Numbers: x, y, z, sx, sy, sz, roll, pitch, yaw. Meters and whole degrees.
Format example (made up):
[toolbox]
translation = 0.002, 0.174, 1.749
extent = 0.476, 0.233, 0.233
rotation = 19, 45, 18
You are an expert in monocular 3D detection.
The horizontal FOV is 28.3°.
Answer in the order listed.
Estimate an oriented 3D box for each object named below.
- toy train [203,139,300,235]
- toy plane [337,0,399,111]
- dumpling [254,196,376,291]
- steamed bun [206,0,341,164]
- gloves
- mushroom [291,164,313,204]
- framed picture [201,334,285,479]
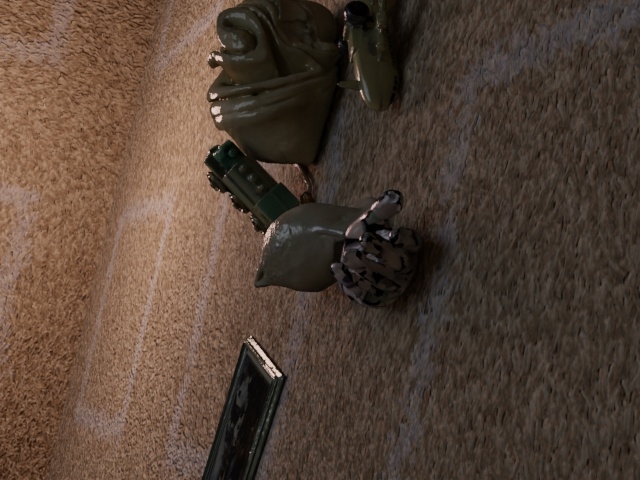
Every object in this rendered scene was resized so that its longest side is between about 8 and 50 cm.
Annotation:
[toy train]
translation = -0.111, -0.087, 2.085
extent = 0.081, 0.194, 0.125
rotation = -44, 0, -16
[toy plane]
translation = 0.072, -0.289, 1.871
extent = 0.229, 0.092, 0.244
rotation = 106, 171, -55
[dumpling]
translation = -0.003, 0.002, 1.828
extent = 0.166, 0.126, 0.216
rotation = -39, -20, -49
[steamed bun]
translation = -0.097, -0.274, 2.140
extent = 0.276, 0.203, 0.289
rotation = 176, 107, -70
[gloves]
translation = 0.078, 0.019, 1.615
extent = 0.127, 0.111, 0.212
rotation = -53, 12, -15
[mushroom]
translation = -0.044, -0.128, 2.166
extent = 0.286, 0.028, 0.026
rotation = -112, -1, -60
[framed picture]
translation = -0.137, 0.322, 2.091
extent = 0.232, 0.019, 0.296
rotation = -145, 72, -69
